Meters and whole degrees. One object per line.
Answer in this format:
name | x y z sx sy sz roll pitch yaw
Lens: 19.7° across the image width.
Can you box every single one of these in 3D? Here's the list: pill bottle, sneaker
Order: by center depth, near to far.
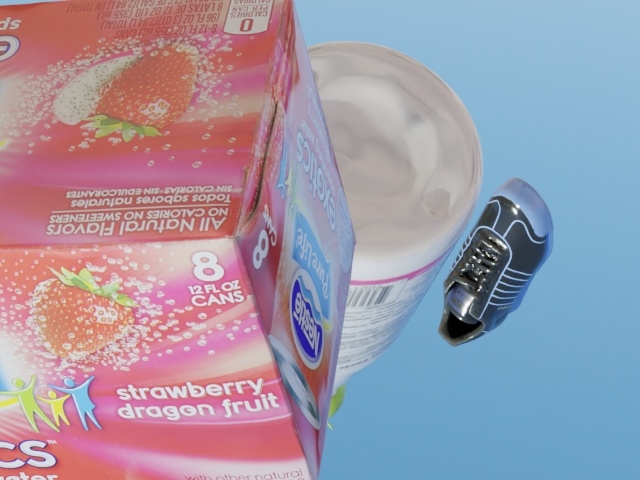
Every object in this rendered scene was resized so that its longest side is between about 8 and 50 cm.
pill bottle | 0.000 0.000 1.242 0.160 0.160 0.283 -1 157 -12
sneaker | 0.180 0.031 1.946 0.081 0.232 0.090 40 -121 22

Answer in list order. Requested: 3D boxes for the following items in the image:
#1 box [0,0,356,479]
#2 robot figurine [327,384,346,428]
box | -0.127 0.005 0.635 0.257 0.128 0.122 -2 -134 13
robot figurine | -0.019 0.112 1.627 0.067 0.115 0.101 -30 155 19
